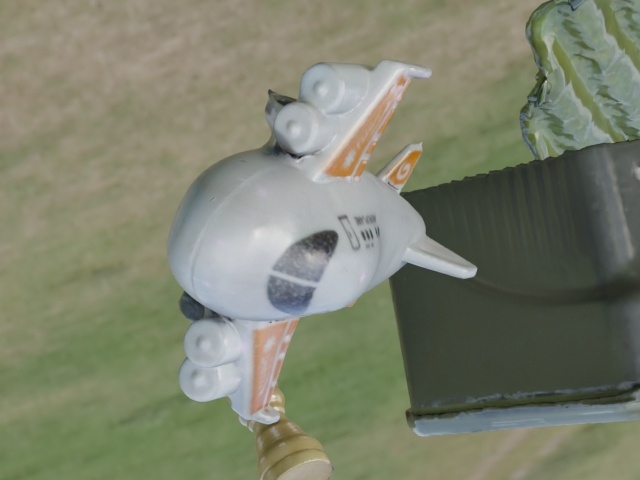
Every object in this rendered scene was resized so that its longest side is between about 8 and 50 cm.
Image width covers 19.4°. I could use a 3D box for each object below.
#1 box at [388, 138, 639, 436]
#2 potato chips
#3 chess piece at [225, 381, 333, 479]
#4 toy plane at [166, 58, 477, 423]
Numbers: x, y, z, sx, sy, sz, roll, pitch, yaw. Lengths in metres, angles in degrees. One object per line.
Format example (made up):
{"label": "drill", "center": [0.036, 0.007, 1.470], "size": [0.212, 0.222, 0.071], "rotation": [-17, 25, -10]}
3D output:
{"label": "box", "center": [0.159, 0.033, 1.291], "size": [0.138, 0.178, 0.274], "rotation": [-13, 180, -41]}
{"label": "potato chips", "center": [0.303, -0.193, 1.454], "size": [0.373, 0.097, 0.389], "rotation": [-27, 138, -13]}
{"label": "chess piece", "center": [-0.044, 0.171, 1.680], "size": [0.066, 0.122, 0.066], "rotation": [-22, 145, -16]}
{"label": "toy plane", "center": [0.000, 0.000, 1.132], "size": [0.244, 0.117, 0.245], "rotation": [-43, 152, -30]}
